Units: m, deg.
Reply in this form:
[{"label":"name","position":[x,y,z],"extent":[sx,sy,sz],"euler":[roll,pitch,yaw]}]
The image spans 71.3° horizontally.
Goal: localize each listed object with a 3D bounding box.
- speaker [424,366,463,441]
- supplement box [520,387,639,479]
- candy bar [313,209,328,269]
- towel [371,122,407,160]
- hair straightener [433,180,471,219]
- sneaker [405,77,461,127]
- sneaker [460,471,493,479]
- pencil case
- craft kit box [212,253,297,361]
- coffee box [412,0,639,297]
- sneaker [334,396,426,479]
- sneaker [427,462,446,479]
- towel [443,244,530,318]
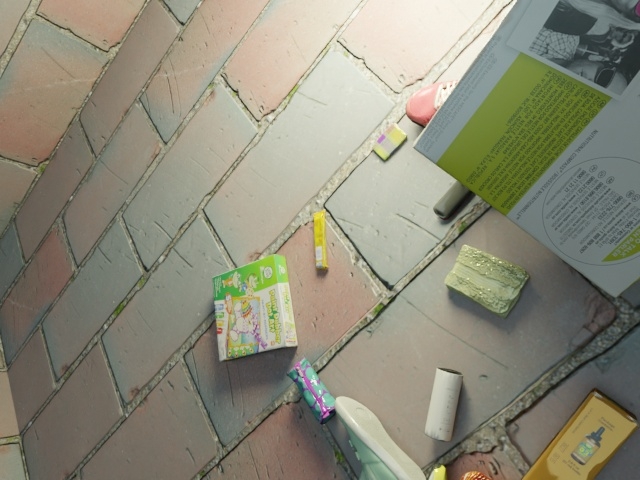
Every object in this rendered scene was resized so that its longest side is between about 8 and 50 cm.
[{"label":"speaker","position":[0.252,0.331,0.908],"extent":[0.055,0.055,0.136],"euler":[9,86,35]},{"label":"supplement box","position":[0.434,0.369,0.764],"extent":[0.078,0.080,0.234],"euler":[39,104,33]},{"label":"candy bar","position":[0.000,0.000,1.169],"extent":[0.040,0.018,0.162],"euler":[-13,74,35]},{"label":"towel","position":[0.172,-0.246,1.106],"extent":[0.083,0.009,0.060],"euler":[-48,59,18]},{"label":"hair straightener","position":[0.326,-0.134,0.933],"extent":[0.230,0.089,0.047],"euler":[-45,77,15]},{"label":"sneaker","position":[0.316,-0.313,0.944],"extent":[0.313,0.136,0.116],"euler":[7,84,35]},{"label":"sneaker","position":[0.341,0.489,0.820],"extent":[0.175,0.067,0.064],"euler":[36,68,21]},{"label":"pencil case","position":[-0.018,0.363,1.076],"extent":[0.064,0.070,0.152],"euler":[-38,61,-6]},{"label":"craft kit box","position":[-0.189,0.192,1.239],"extent":[0.246,0.061,0.250],"euler":[-20,70,27]},{"label":"coffee box","position":[0.396,-0.182,0.656],"extent":[0.334,0.337,0.338],"euler":[40,115,11]},{"label":"sneaker","position":[0.089,0.475,0.967],"extent":[0.256,0.094,0.151],"euler":[43,108,34]},{"label":"sneaker","position":[0.255,0.540,0.858],"extent":[0.094,0.081,0.209],"euler":[-10,81,25]},{"label":"towel","position":[0.338,0.080,0.917],"extent":[0.148,0.027,0.110],"euler":[30,97,35]}]
